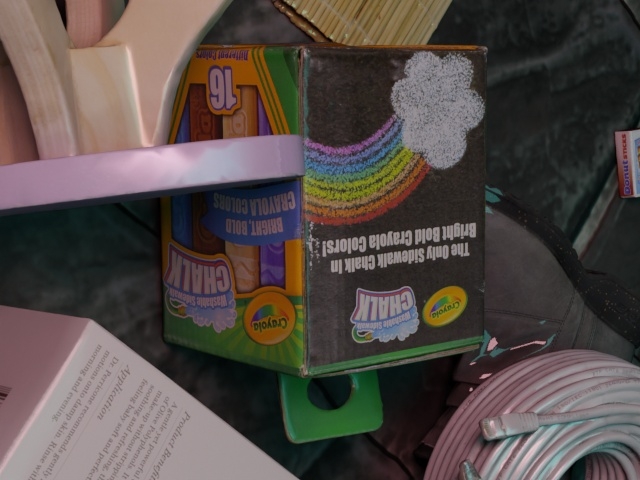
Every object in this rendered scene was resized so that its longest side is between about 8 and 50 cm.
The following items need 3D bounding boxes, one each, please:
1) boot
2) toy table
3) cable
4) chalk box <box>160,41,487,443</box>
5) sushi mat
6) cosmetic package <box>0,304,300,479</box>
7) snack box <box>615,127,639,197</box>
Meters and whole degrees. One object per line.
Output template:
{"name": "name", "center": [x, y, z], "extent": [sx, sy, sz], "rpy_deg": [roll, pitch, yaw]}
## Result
{"name": "boot", "center": [0.132, 0.090, 1.328], "extent": [0.338, 0.118, 0.222], "rpy_deg": [33, 79, -27]}
{"name": "toy table", "center": [-0.156, -0.102, 1.025], "extent": [0.274, 0.252, 0.160], "rpy_deg": [-8, 91, -3]}
{"name": "cable", "center": [0.199, 0.216, 1.305], "extent": [0.257, 0.089, 0.257], "rpy_deg": [-16, 114, -29]}
{"name": "chalk box", "center": [0.000, 0.000, 1.171], "extent": [0.180, 0.179, 0.288], "rpy_deg": [-5, 100, -38]}
{"name": "sushi mat", "center": [0.083, -0.275, 1.333], "extent": [0.151, 0.019, 0.316], "rpy_deg": [44, 66, -31]}
{"name": "cosmetic package", "center": [-0.114, 0.225, 1.106], "extent": [0.365, 0.155, 0.197], "rpy_deg": [44, 66, -31]}
{"name": "snack box", "center": [0.355, -0.084, 1.548], "extent": [0.178, 0.022, 0.064], "rpy_deg": [-10, 98, -37]}
